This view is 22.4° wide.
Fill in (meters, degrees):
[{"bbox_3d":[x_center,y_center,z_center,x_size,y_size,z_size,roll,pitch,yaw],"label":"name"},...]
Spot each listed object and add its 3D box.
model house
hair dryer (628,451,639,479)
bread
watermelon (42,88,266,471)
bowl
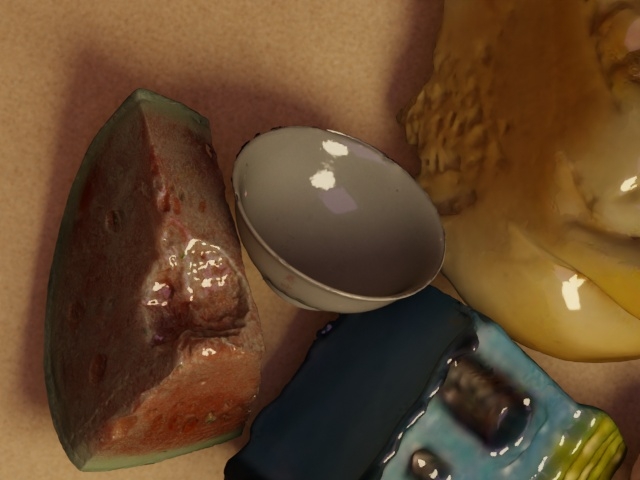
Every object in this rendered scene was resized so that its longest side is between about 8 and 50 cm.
[{"bbox_3d":[0.108,0.200,1.373,0.303,0.215,0.237,40,83,-33],"label":"model house"},{"bbox_3d":[0.448,0.194,1.344,0.352,0.125,0.210,-31,131,20],"label":"hair dryer"},{"bbox_3d":[0.235,-0.115,1.362,0.329,0.245,0.424,1,73,-3],"label":"bread"},{"bbox_3d":[-0.114,0.040,1.345,0.148,0.226,0.318,9,89,-34],"label":"watermelon"},{"bbox_3d":[0.000,0.000,1.326,0.189,0.086,0.189,17,42,-16],"label":"bowl"}]
